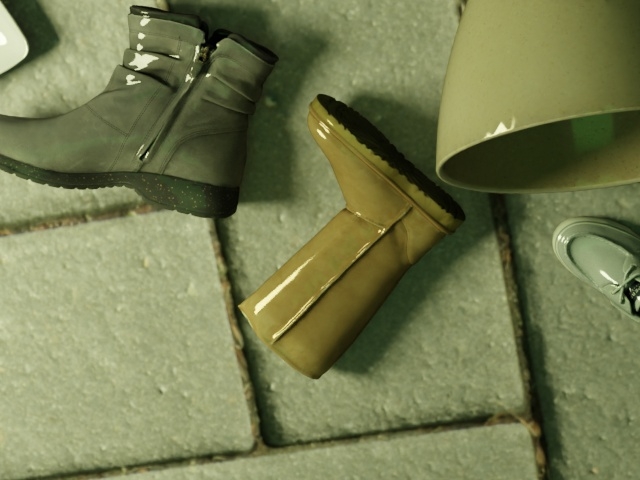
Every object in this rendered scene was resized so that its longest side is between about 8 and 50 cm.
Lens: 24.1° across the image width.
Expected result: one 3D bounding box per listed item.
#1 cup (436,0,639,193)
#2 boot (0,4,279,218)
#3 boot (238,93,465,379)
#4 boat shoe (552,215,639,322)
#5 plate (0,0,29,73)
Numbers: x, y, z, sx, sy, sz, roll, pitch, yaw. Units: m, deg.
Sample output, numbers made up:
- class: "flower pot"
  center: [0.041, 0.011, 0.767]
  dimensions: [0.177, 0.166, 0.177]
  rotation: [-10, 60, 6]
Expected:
- class: "cup"
  center: [0.272, -0.200, 1.547]
  dimensions: [0.331, 0.331, 0.237]
  rotation: [-7, 79, 9]
- class: "boot"
  center: [-0.231, -0.167, 1.708]
  dimensions: [0.338, 0.118, 0.222]
  rotation: [11, 105, -8]
- class: "boot"
  center: [0.000, 0.000, 1.732]
  dimensions: [0.236, 0.089, 0.269]
  rotation: [43, 108, -6]
- class: "boat shoe"
  center: [0.368, 0.049, 1.705]
  dimensions: [0.227, 0.081, 0.079]
  rotation: [31, 107, -3]
- class: "plate"
  center: [-0.513, -0.271, 1.733]
  dimensions: [0.277, 0.045, 0.278]
  rotation: [-29, 101, 13]
